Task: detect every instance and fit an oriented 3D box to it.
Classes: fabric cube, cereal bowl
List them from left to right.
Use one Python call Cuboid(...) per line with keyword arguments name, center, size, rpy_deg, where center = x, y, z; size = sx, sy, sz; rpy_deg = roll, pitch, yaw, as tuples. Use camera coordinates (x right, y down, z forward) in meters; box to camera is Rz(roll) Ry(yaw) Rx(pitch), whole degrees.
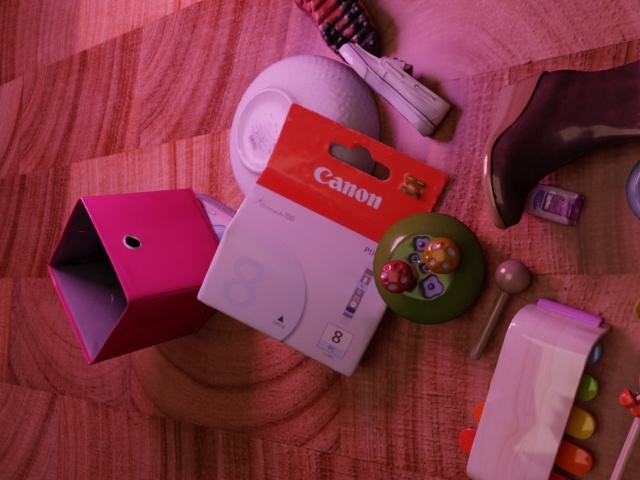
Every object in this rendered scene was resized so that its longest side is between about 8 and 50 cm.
Cuboid(name="fabric cube", center=(-0.374, 0.067, 1.345), size=(0.259, 0.258, 0.254), rpy_deg=(-48, 64, 39))
Cuboid(name="cereal bowl", center=(-0.058, -0.198, 1.232), size=(0.339, 0.141, 0.339), rpy_deg=(-4, 84, 38))

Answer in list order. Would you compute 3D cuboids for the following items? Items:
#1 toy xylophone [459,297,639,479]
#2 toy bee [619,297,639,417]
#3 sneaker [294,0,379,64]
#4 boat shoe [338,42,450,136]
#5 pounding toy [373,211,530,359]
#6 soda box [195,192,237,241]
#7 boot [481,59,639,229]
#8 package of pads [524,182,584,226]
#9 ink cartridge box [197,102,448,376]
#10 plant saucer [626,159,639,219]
Cuboid(name="toy xylophone", center=(0.328, 0.256, 0.906), size=(0.236, 0.081, 0.322), rpy_deg=(30, 105, 37))
Cuboid(name="toy bee", center=(0.425, 0.136, 0.745), size=(0.162, 0.298, 0.195), rpy_deg=(-29, 101, 38))
Cuboid(name="sneaker", center=(0.022, -0.441, 1.219), size=(0.098, 0.135, 0.276), rpy_deg=(-40, 85, 16))
Cuboid(name="boat shoe", center=(0.132, -0.279, 1.118), size=(0.076, 0.083, 0.226), rpy_deg=(-46, 80, 11))
Cuboid(name="pounding toy", center=(0.181, 0.055, 0.984), size=(0.237, 0.110, 0.183), rpy_deg=(33, 97, 19))
Cuboid(name="soda box", center=(-0.226, -0.046, 1.407), size=(0.183, 0.058, 0.063), rpy_deg=(29, 104, 38))
Cuboid(name="boot", center=(0.344, -0.136, 0.905), size=(0.207, 0.090, 0.248), rpy_deg=(-1, 70, 36))
Cuboid(name="package of pads", center=(0.344, -0.056, 0.956), size=(0.083, 0.032, 0.050), rpy_deg=(23, 103, 38))
Cuboid(name="ink cartridge box", center=(0.000, 0.000, 1.107), size=(0.308, 0.091, 0.385), rpy_deg=(26, 106, 6))
Cuboid(name="plant saucer", center=(0.471, -0.072, 0.859), size=(0.119, 0.021, 0.119), rpy_deg=(-5, 82, 39))
